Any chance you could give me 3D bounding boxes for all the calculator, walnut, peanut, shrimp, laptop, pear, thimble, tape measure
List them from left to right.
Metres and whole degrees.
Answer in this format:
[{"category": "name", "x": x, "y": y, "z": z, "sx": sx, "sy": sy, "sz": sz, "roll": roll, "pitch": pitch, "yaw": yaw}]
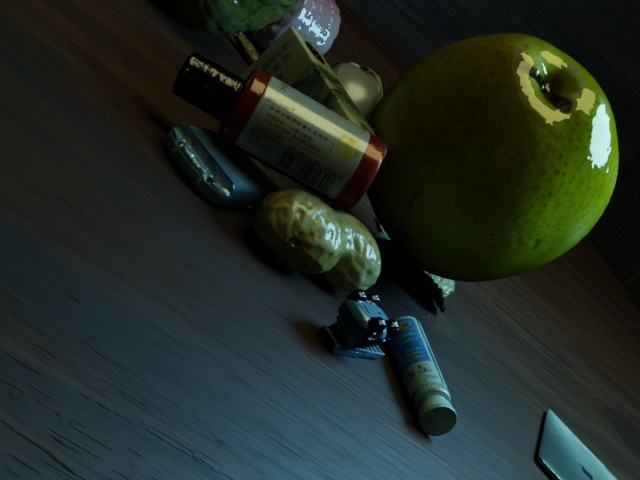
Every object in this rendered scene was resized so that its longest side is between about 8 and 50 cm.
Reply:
[{"category": "calculator", "x": -0.121, "y": -0.092, "z": 1.530, "sx": 0.121, "sy": 0.039, "sz": 0.210, "roll": 52, "pitch": 16, "yaw": 14}, {"category": "walnut", "x": -0.153, "y": -0.459, "z": 2.001, "sx": 0.283, "sy": 0.227, "sz": 0.283, "roll": 34, "pitch": 10, "yaw": -7}, {"category": "shrimp", "x": -0.122, "y": -0.342, "z": 2.167, "sx": 0.127, "sy": 0.025, "sz": 0.091, "roll": 54, "pitch": 16, "yaw": 9}, {"category": "thimble", "x": -0.055, "y": -0.427, "z": 2.299, "sx": 0.125, "sy": 0.163, "sz": 0.190, "roll": 36, "pitch": 33, "yaw": -35}, {"category": "peanut", "x": 0.000, "y": 0.000, "z": 1.519, "sx": 0.229, "sy": 0.098, "sz": 0.103, "roll": 24, "pitch": 69, "yaw": -53}, {"category": "tape measure", "x": 0.018, "y": -0.176, "z": 1.832, "sx": 0.105, "sy": 0.196, "sz": 0.178, "roll": 35, "pitch": 25, "yaw": -8}, {"category": "pear", "x": 0.240, "y": -0.114, "z": 1.737, "sx": 0.362, "sy": 0.418, "sz": 0.362, "roll": 14, "pitch": 56, "yaw": -22}, {"category": "laptop", "x": 0.405, "y": 0.362, "z": 1.832, "sx": 0.187, "sy": 0.015, "sz": 0.269, "roll": 47, "pitch": 16, "yaw": 3}]

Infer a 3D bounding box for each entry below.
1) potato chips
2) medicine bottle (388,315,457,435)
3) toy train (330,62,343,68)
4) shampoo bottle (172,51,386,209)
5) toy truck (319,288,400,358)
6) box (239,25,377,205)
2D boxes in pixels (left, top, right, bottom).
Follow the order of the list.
[{"category": "potato chips", "x": 0.160, "y": 0.029, "z": 1.937, "sx": 0.167, "sy": 0.059, "sz": 0.228, "roll": 38, "pitch": 23, "yaw": -8}, {"category": "medicine bottle", "x": 0.127, "y": 0.169, "z": 1.516, "sx": 0.051, "sy": 0.051, "sz": 0.191, "roll": 38, "pitch": 18, "yaw": -28}, {"category": "toy train", "x": 0.059, "y": -0.205, "z": 2.106, "sx": 0.204, "sy": 0.131, "sz": 0.083, "roll": 37, "pitch": 18, "yaw": -32}, {"category": "shampoo bottle", "x": -0.058, "y": -0.148, "z": 1.524, "sx": 0.278, "sy": 0.104, "sz": 0.104, "roll": 29, "pitch": 19, "yaw": -9}, {"category": "toy truck", "x": 0.059, "y": 0.107, "z": 1.444, "sx": 0.063, "sy": 0.074, "sz": 0.136, "roll": 55, "pitch": 18, "yaw": 27}, {"category": "box", "x": -0.034, "y": -0.165, "z": 1.702, "sx": 0.069, "sy": 0.164, "sz": 0.256, "roll": 30, "pitch": 23, "yaw": -47}]
